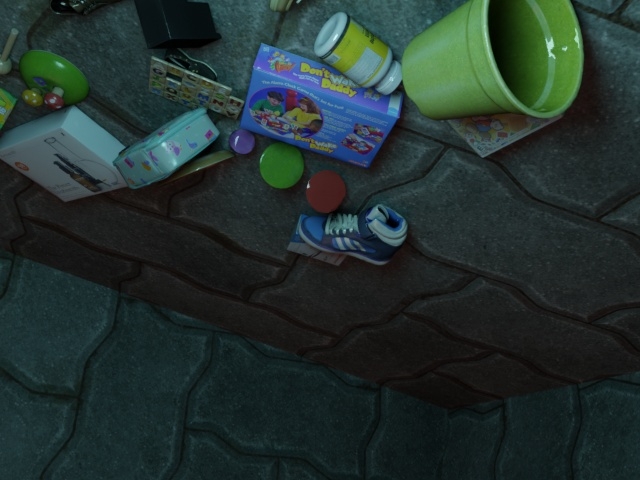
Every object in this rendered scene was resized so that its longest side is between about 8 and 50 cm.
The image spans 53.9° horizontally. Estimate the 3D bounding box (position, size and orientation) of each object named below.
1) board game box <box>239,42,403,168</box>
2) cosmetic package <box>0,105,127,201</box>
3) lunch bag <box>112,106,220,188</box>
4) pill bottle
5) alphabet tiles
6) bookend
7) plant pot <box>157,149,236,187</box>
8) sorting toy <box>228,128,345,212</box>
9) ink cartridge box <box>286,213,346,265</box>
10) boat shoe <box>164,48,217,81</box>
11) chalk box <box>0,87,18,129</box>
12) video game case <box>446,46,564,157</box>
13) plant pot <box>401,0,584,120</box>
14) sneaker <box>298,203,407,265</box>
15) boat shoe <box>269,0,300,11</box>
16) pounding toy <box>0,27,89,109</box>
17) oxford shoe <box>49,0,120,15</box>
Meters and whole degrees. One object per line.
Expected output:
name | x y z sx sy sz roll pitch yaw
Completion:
board game box | -0.005 -0.313 1.519 0.347 0.078 0.233 17 152 -8
cosmetic package | -0.780 -0.256 1.951 0.377 0.097 0.284 -8 143 35
lunch bag | -0.408 -0.246 1.665 0.279 0.224 0.108 -10 120 47
pill bottle | 0.085 -0.385 1.320 0.184 0.103 0.103 28 149 -27
alphabet tiles | -0.312 -0.369 1.577 0.237 0.009 0.198 20 165 -13
bookend | -0.302 -0.488 1.313 0.072 0.156 0.157 -8 102 35
plant pot | -0.352 -0.207 1.768 0.236 0.236 0.032 -15 102 42
sorting toy | -0.104 -0.202 1.780 0.365 0.127 0.126 29 178 -22
ink cartridge box | 0.000 0.000 2.094 0.191 0.082 0.139 19 152 -8
boat shoe | -0.311 -0.414 1.509 0.133 0.042 0.049 27 146 -27
chalk box | -0.992 -0.387 1.759 0.213 0.132 0.132 32 147 -34
video game case | 0.377 -0.298 1.381 0.206 0.026 0.227 41 144 -17
plant pot | 0.300 -0.337 1.180 0.276 0.276 0.254 31 159 -30
sneaker | 0.106 -0.055 1.919 0.323 0.130 0.236 19 142 -1
boat shoe | -0.011 -0.507 1.135 0.089 0.104 0.285 25 149 -16
pounding toy | -0.733 -0.405 1.634 0.237 0.110 0.183 32 147 -32
oxford shoe | -0.478 -0.517 1.333 0.227 0.096 0.083 -4 146 26
